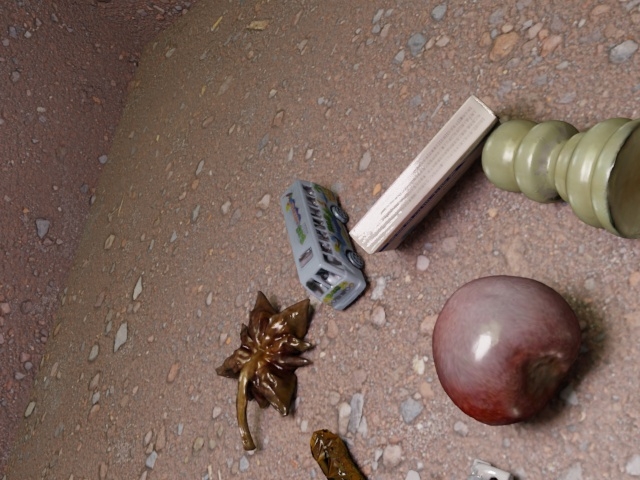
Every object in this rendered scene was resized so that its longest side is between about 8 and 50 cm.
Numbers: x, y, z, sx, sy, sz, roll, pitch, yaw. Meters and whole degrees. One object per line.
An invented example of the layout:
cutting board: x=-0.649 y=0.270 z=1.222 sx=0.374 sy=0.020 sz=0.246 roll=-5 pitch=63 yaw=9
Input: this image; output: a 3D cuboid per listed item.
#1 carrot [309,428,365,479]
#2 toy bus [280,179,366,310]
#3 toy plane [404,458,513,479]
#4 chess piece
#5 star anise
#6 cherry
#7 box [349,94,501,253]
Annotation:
carrot: x=0.048 y=0.441 z=1.202 sx=0.069 sy=0.069 sz=0.228 roll=-54 pitch=38 yaw=8
toy bus: x=0.000 y=0.000 z=1.487 sx=0.109 sy=0.136 sz=0.329 roll=-44 pitch=39 yaw=24
toy plane: x=0.201 y=0.437 z=0.981 sx=0.245 sy=0.117 sz=0.244 roll=-17 pitch=37 yaw=13
chess piece: x=0.405 y=-0.128 z=1.089 sx=0.182 sy=0.182 sz=0.330 roll=-61 pitch=32 yaw=-1
star anise: x=-0.130 y=0.273 z=1.484 sx=0.349 sy=0.109 sz=0.292 roll=-61 pitch=32 yaw=1
cherry: x=0.270 y=0.156 z=1.015 sx=0.239 sy=0.206 sz=0.239 roll=-17 pitch=67 yaw=45
box: x=0.214 y=-0.119 z=1.273 sx=0.065 sy=0.200 sz=0.343 roll=45 pitch=105 yaw=13
